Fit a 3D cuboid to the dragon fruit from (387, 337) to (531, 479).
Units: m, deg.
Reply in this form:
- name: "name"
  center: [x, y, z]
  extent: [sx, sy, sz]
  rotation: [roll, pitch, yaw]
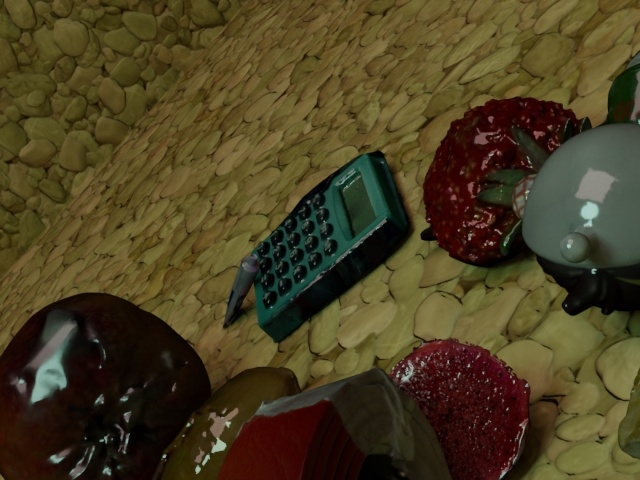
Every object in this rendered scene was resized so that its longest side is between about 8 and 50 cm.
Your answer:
- name: "dragon fruit"
  center: [0.131, 0.176, 1.012]
  extent: [0.153, 0.153, 0.111]
  rotation: [-42, -17, 6]

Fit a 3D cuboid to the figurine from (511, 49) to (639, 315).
- name: "figurine"
  center: [0.318, -0.074, 1.025]
  extent: [0.281, 0.167, 0.370]
  rotation: [0, 43, 38]

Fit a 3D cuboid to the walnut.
- name: "walnut"
  center: [-0.109, 0.250, 1.213]
  extent: [0.245, 0.137, 0.137]
  rotation: [-49, 25, -8]

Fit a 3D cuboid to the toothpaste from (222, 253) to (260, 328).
- name: "toothpaste"
  center: [-0.119, 0.072, 1.539]
  extent: [0.170, 0.028, 0.045]
  rotation: [117, 175, -50]

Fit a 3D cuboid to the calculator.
- name: "calculator"
  center: [0.000, 0.000, 1.508]
  extent: [0.274, 0.058, 0.248]
  rotation: [-40, 25, 14]

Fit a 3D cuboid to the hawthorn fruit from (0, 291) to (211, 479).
- name: "hawthorn fruit"
  center: [-0.288, 0.215, 1.360]
  extent: [0.308, 0.308, 0.325]
  rotation: [-41, 15, 9]

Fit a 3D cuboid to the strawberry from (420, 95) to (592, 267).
- name: "strawberry"
  center: [0.189, -0.093, 1.277]
  extent: [0.233, 0.138, 0.306]
  rotation: [-50, 27, -7]

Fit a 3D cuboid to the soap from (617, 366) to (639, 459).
- name: "soap"
  center: [0.403, 0.032, 0.726]
  extent: [0.304, 0.169, 0.339]
  rotation: [-11, 43, 50]

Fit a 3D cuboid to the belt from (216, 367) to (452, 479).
- name: "belt"
  center: [0.018, 0.259, 0.862]
  extent: [0.115, 0.227, 0.324]
  rotation: [-23, 54, 35]
